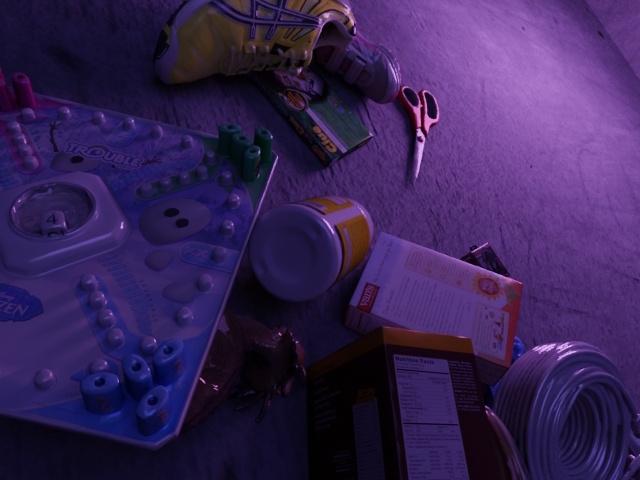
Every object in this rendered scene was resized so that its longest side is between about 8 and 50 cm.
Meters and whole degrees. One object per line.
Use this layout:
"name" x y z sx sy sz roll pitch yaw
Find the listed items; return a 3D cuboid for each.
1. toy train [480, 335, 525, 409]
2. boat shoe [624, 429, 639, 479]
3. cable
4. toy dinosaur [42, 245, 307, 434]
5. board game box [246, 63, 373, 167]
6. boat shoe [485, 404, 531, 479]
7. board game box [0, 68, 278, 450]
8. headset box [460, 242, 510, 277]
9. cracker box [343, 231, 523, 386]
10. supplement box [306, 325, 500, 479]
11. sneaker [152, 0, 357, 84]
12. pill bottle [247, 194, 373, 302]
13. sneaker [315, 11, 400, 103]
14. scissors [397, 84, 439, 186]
"toy train" 0.266 0.214 0.755 0.184 0.080 0.105 -5 71 -33
"boat shoe" 0.477 0.310 0.831 0.081 0.079 0.228 -15 66 -26
"cable" 0.360 0.275 0.709 0.257 0.089 0.257 -28 103 -27
"toy dinosaur" -0.134 0.146 0.532 0.295 0.127 0.200 -35 91 -34
"board game box" -0.027 -0.263 0.894 0.260 0.030 0.136 50 48 4
"boat shoe" 0.191 0.362 0.594 0.116 0.123 0.325 9 59 -21
"board game box" -0.271 -0.031 0.488 0.389 0.050 0.390 13 48 0
"headset box" 0.309 0.046 0.907 0.062 0.032 0.083 -21 76 -37
"cracker box" 0.170 0.096 0.720 0.232 0.067 0.156 21 51 10
"supplement box" 0.083 0.226 0.561 0.129 0.191 0.194 12 58 -25
"sneaker" -0.091 -0.344 0.795 0.384 0.145 0.147 -35 89 -22
"pill bottle" 0.000 0.000 0.651 0.119 0.119 0.208 52 22 6
"sneaker" 0.054 -0.366 0.965 0.111 0.103 0.252 -32 76 -35
"scissors" 0.220 -0.223 1.021 0.108 0.021 0.297 15 55 -25
